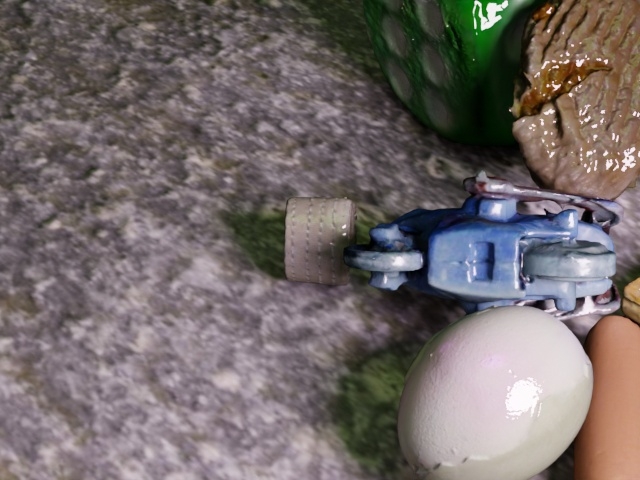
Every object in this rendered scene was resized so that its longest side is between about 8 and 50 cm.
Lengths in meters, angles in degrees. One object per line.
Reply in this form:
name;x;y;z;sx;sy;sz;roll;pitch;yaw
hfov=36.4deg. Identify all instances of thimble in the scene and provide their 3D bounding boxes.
thimble;0.000;0.000;1.262;0.090;0.115;0.102;2;47;5

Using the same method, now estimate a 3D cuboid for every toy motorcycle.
toy motorcycle;0.200;0.032;1.180;0.319;0.241;0.182;3;70;14

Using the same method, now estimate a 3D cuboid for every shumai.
shumai;0.359;-0.183;1.316;0.217;0.283;0.346;11;75;6

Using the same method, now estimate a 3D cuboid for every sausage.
sausage;0.323;0.202;1.067;0.086;0.086;0.289;9;46;11

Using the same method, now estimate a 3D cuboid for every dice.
dice;0.252;-0.340;1.456;0.300;0.297;0.287;-33;51;-17

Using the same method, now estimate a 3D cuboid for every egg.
egg;0.177;0.175;1.032;0.183;0.183;0.217;30;55;28

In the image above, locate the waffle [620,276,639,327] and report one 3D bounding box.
waffle;0.538;0.074;1.189;0.308;0.091;0.213;-28;50;-25
